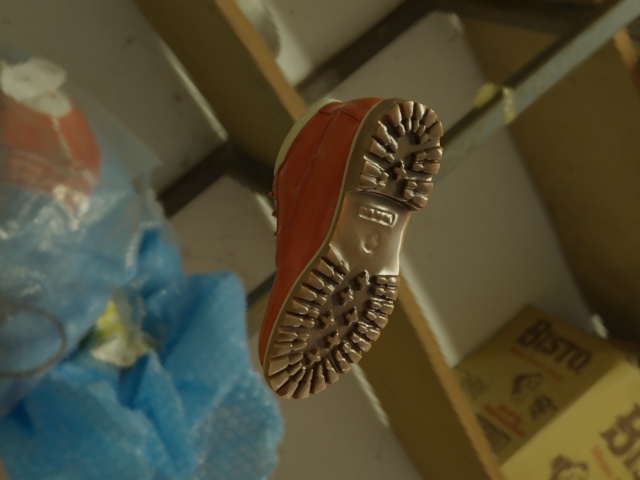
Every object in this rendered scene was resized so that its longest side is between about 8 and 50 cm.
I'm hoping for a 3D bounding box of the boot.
[{"bbox_3d":[0.000,0.000,0.595,0.059,0.158,0.084,24,-2,-39],"label":"boot"}]
